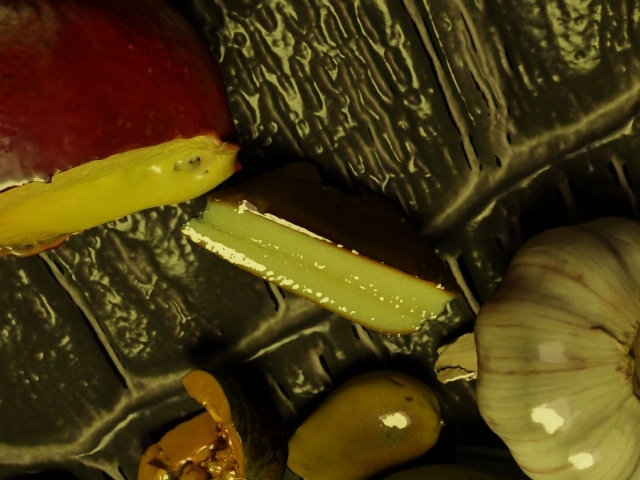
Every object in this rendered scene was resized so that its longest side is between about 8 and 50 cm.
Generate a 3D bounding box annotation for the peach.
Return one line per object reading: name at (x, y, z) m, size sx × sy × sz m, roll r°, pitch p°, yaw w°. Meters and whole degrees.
peach at (-0.225, -0.085, 1.273) m, size 0.338 × 0.281 × 0.281 m, roll 21°, pitch 119°, yaw -12°

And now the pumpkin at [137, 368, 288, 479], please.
pumpkin at (-0.090, 0.202, 1.532) m, size 0.107 × 0.119 × 0.183 m, roll -1°, pitch 136°, yaw -42°

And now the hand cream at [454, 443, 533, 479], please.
hand cream at (0.168, 0.313, 1.633) m, size 0.088 × 0.055 × 0.256 m, roll 7°, pitch 119°, yaw 9°

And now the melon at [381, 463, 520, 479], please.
melon at (0.158, 0.345, 1.490) m, size 0.329 × 0.248 × 0.249 m, roll 36°, pitch 121°, yaw 20°

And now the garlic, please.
garlic at (0.205, 0.106, 1.446) m, size 0.253 × 0.245 × 0.245 m, roll -5°, pitch 130°, yaw 48°

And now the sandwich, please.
sandwich at (0.000, 0.000, 1.426) m, size 0.244 × 0.088 × 0.090 m, roll 24°, pitch 127°, yaw -18°

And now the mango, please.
mango at (0.039, 0.179, 1.539) m, size 0.161 × 0.076 × 0.103 m, roll -28°, pitch 121°, yaw 21°
